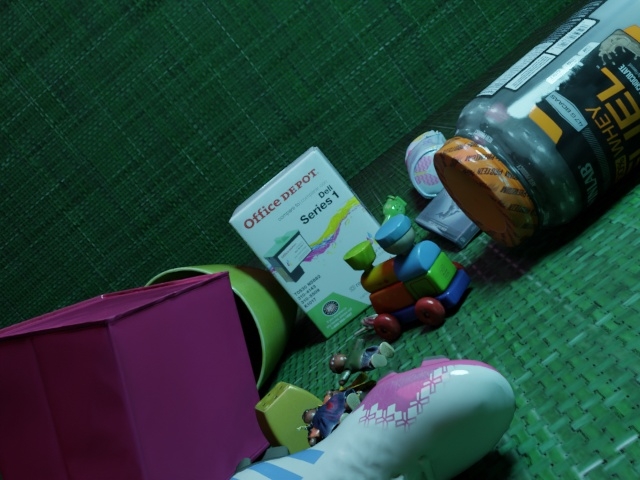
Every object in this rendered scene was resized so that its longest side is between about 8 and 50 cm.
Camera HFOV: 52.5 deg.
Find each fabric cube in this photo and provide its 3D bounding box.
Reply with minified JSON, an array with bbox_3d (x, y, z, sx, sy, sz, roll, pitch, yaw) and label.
[{"bbox_3d":[-0.256,0.207,0.860,0.259,0.258,0.254,-11,6,27],"label":"fabric cube"}]

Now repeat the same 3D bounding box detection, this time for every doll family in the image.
[{"bbox_3d":[0.022,0.202,0.750,0.111,0.076,0.193,-22,22,49],"label":"doll family"}]

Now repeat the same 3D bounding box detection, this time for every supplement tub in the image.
[{"bbox_3d":[0.327,-0.159,0.857,0.338,0.207,0.207,-41,9,-4],"label":"supplement tub"}]

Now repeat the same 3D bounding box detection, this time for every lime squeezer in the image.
[{"bbox_3d":[0.168,-0.057,1.557,0.310,0.058,0.110,-63,-5,-65],"label":"lime squeezer"}]

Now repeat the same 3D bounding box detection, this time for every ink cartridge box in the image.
[{"bbox_3d":[0.000,0.000,1.168,0.201,0.278,0.117,-39,8,7],"label":"ink cartridge box"}]

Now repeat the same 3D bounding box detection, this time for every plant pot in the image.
[{"bbox_3d":[-0.035,0.226,0.824,0.081,0.083,0.081,-42,9,-20],"label":"plant pot"},{"bbox_3d":[-0.166,0.158,1.249,0.274,0.275,0.293,-36,-5,23],"label":"plant pot"}]

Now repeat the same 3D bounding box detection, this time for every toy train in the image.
[{"bbox_3d":[0.083,0.063,0.952,0.248,0.143,0.105,-29,13,48],"label":"toy train"}]

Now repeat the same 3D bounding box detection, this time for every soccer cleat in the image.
[{"bbox_3d":[0.030,0.224,0.557,0.331,0.116,0.143,-37,25,28],"label":"soccer cleat"}]

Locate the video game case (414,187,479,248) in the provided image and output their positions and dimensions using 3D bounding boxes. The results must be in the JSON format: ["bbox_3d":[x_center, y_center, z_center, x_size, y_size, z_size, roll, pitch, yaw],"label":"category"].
[{"bbox_3d":[0.295,-0.112,1.141,0.274,0.026,0.196,-47,17,1],"label":"video game case"}]

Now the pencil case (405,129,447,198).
[{"bbox_3d":[0.264,-0.182,1.522,0.124,0.113,0.273,-60,3,18],"label":"pencil case"}]
